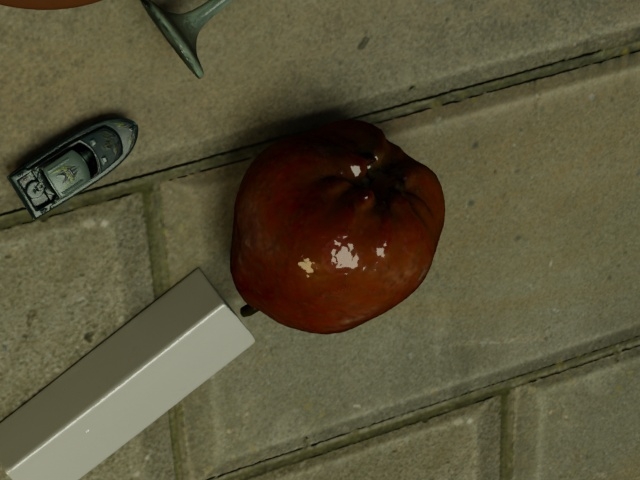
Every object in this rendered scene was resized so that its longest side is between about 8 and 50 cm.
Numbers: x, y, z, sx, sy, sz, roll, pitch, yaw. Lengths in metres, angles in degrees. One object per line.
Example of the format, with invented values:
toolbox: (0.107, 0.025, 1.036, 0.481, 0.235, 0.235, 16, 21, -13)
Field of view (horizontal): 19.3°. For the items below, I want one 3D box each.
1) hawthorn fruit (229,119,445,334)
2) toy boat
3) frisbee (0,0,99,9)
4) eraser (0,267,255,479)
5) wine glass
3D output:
hawthorn fruit: (0.000, 0.000, 2.001, 0.224, 0.224, 0.261, 10, 138, -34)
toy boat: (-0.244, -0.080, 1.897, 0.141, 0.060, 0.055, -34, 107, -12)
frisbee: (-0.259, -0.293, 1.691, 0.250, 0.021, 0.251, -1, 145, 0)
eraser: (-0.218, 0.161, 2.057, 0.298, 0.078, 0.076, -38, 131, -1)
wine glass: (-0.062, -0.342, 1.795, 0.309, 0.096, 0.264, -37, 131, -3)
